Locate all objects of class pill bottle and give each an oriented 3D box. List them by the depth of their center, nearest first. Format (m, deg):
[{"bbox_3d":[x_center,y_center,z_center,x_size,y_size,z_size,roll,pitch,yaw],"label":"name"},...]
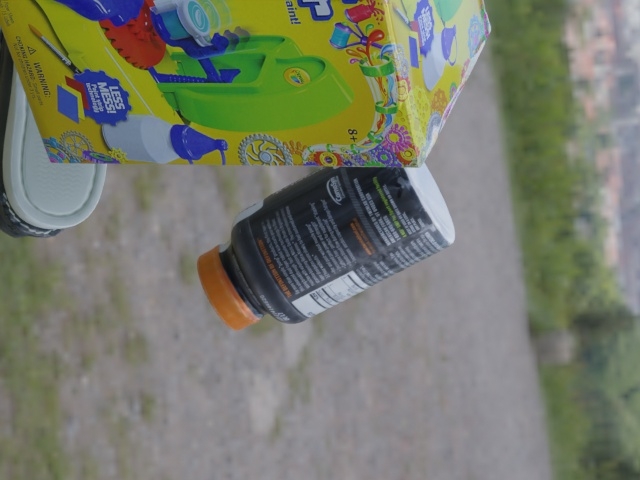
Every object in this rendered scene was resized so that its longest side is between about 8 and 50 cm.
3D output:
[{"bbox_3d":[0.000,0.000,1.794,0.130,0.245,0.130,58,13,-21],"label":"pill bottle"}]

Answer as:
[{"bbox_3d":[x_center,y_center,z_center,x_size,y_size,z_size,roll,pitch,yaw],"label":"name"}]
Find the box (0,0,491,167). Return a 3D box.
[{"bbox_3d":[-0.064,-0.215,1.162,0.177,0.279,0.290,-61,144,-47],"label":"box"}]

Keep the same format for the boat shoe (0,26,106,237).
[{"bbox_3d":[-0.218,-0.150,1.450,0.114,0.091,0.302,21,71,-29],"label":"boat shoe"}]
